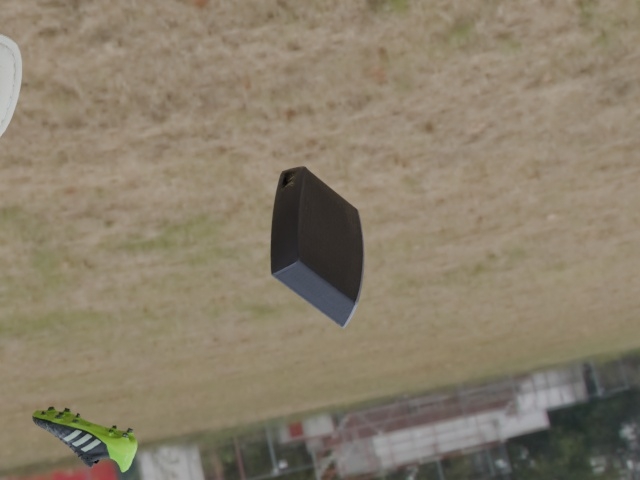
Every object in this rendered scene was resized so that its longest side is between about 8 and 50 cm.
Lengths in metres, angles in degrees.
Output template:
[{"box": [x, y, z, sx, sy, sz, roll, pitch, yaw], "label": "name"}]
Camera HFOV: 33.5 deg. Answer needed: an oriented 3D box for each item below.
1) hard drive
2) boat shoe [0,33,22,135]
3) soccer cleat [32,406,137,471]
[{"box": [0.000, 0.000, 1.671, 0.054, 0.255, 0.172, -36, 120, 28], "label": "hard drive"}, {"box": [-0.478, -0.124, 1.325, 0.116, 0.324, 0.096, 20, -165, -39], "label": "boat shoe"}, {"box": [-0.377, 0.315, 1.679, 0.178, 0.072, 0.060, 16, -172, 9], "label": "soccer cleat"}]
